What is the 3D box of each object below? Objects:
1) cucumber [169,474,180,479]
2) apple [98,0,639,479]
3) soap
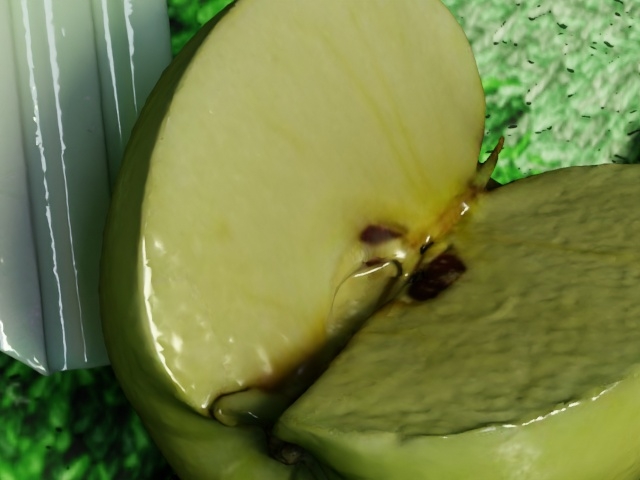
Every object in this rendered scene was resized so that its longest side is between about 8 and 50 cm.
[{"bbox_3d":[-0.100,0.200,0.735,0.303,0.072,0.081,-46,123,-24],"label":"cucumber"},{"bbox_3d":[0.032,0.032,0.626,0.295,0.233,0.258,33,55,11],"label":"apple"},{"bbox_3d":[-0.171,-0.072,0.690,0.173,0.095,0.289,-7,92,-33],"label":"soap"}]
